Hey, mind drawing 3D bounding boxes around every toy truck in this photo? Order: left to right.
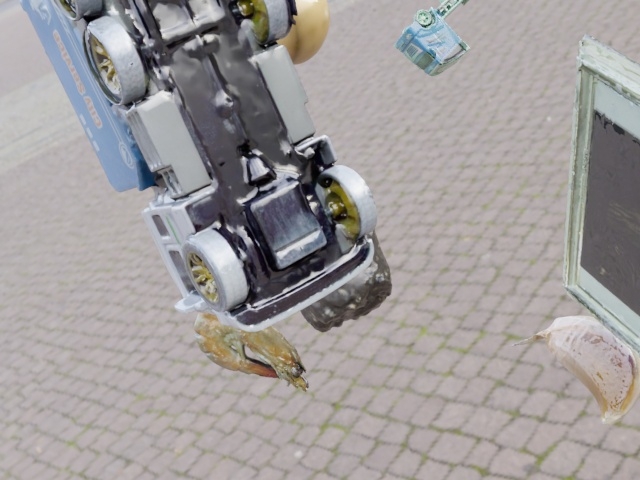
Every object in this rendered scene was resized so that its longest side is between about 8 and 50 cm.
[{"bbox_3d":[-0.102,-0.119,0.663,0.146,0.367,0.175,-27,9,-25],"label":"toy truck"},{"bbox_3d":[0.180,-0.290,1.164,0.175,0.081,0.067,-45,2,-14],"label":"toy truck"}]

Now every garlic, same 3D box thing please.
[{"bbox_3d":[0.413,0.180,1.404,0.128,0.198,0.090,-50,-19,2],"label":"garlic"}]

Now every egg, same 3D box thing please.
[{"bbox_3d":[-0.029,-0.261,1.106,0.080,0.096,0.080,2,26,-1],"label":"egg"}]

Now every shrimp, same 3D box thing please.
[{"bbox_3d":[-0.093,0.153,1.276,0.101,0.190,0.042,-52,7,15],"label":"shrimp"}]

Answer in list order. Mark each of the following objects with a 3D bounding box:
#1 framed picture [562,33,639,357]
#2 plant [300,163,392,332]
[{"bbox_3d":[0.246,0.031,0.551,0.018,0.231,0.293,-24,42,-17],"label":"framed picture"},{"bbox_3d":[0.000,0.000,1.067,0.142,0.203,0.131,-30,-18,-16],"label":"plant"}]
